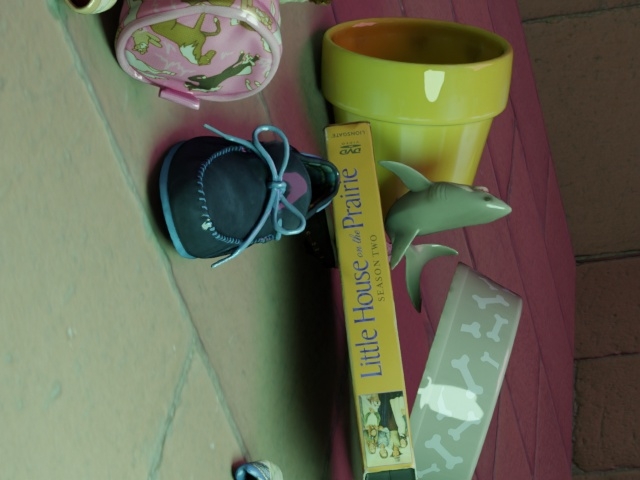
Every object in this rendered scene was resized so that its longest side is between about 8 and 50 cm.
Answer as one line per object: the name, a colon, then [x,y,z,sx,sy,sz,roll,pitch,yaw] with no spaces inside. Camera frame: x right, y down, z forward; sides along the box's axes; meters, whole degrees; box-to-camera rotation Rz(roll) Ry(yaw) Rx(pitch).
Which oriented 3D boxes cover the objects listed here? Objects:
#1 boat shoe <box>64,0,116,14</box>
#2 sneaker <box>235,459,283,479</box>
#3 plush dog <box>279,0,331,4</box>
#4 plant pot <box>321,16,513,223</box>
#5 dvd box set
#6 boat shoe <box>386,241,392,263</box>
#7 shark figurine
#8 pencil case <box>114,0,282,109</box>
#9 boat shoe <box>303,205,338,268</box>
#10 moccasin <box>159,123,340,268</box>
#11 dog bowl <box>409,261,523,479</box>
boat shoe: [-0.204,-0.271,1.311,0.059,0.063,0.170,-66,146,-72]
sneaker: [-0.066,0.287,1.588,0.058,0.052,0.135,27,50,-59]
plush dog: [-0.016,-0.365,1.705,0.262,0.210,0.225,18,98,-32]
plant pot: [0.121,-0.156,2.116,0.254,0.254,0.239,-57,153,-66]
dvd box set: [0.062,0.115,1.843,0.308,0.062,0.420,79,4,-63]
boat shoe: [0.093,0.019,2.284,0.035,0.035,0.100,55,20,3]
shark figurine: [0.115,-0.001,2.001,0.278,0.166,0.116,125,-13,-66]
pencil case: [-0.109,-0.321,1.492,0.167,0.160,0.386,58,28,-59]
boat shoe: [0.000,-0.002,1.947,0.133,0.042,0.049,75,3,-64]
moccasin: [-0.064,-0.063,1.605,0.342,0.116,0.138,-39,121,-71]
dog bowl: [0.183,0.208,2.128,0.349,0.102,0.349,18,90,-84]
